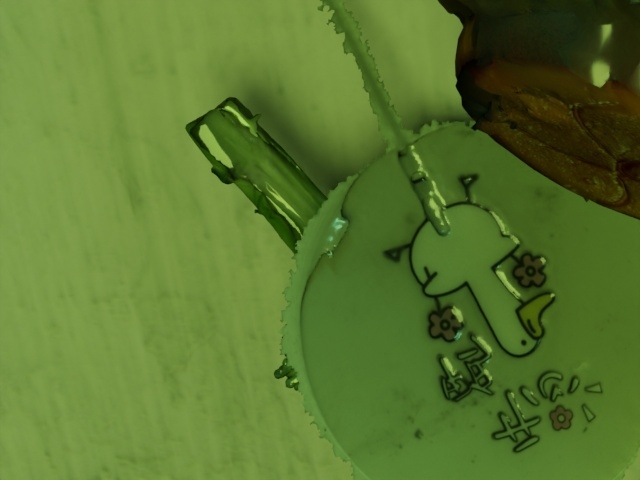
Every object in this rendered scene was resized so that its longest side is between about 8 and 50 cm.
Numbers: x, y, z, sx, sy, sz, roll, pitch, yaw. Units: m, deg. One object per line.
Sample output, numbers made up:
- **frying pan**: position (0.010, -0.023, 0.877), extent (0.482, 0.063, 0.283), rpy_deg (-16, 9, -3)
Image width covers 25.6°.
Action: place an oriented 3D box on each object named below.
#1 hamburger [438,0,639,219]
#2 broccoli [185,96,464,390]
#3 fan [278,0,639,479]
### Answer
- **hamburger**: position (0.170, -0.095, 0.678), extent (0.262, 0.243, 0.138), rpy_deg (20, 80, 27)
- **broccoli**: position (-0.002, 0.002, 0.818), extent (0.122, 0.118, 0.204), rpy_deg (-18, 114, 48)
- **fan**: position (0.057, -0.030, 0.790), extent (0.233, 0.012, 0.414), rpy_deg (-25, 90, -19)
